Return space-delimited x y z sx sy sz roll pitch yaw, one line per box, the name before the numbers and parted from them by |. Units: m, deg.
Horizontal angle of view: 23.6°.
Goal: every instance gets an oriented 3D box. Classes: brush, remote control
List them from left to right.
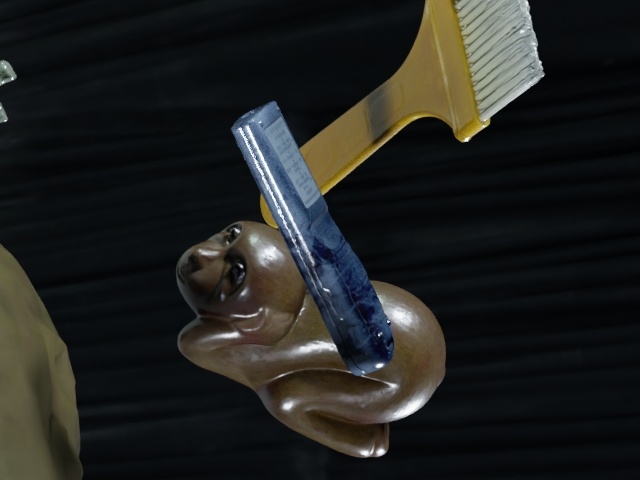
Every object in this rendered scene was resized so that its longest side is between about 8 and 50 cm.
remote control | -0.001 0.000 0.800 0.152 0.027 0.043 62 29 -11
brush | 0.036 -0.075 0.901 0.013 0.272 0.103 8 62 -33

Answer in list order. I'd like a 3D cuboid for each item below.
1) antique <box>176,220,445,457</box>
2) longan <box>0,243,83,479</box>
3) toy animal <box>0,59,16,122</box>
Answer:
antique | -0.009 0.075 1.311 0.257 0.143 0.121 33 29 -12
longan | -0.356 0.142 0.893 0.404 0.436 0.403 7 80 -47
toy animal | -0.332 -0.117 1.253 0.170 0.255 0.089 -33 106 -13
